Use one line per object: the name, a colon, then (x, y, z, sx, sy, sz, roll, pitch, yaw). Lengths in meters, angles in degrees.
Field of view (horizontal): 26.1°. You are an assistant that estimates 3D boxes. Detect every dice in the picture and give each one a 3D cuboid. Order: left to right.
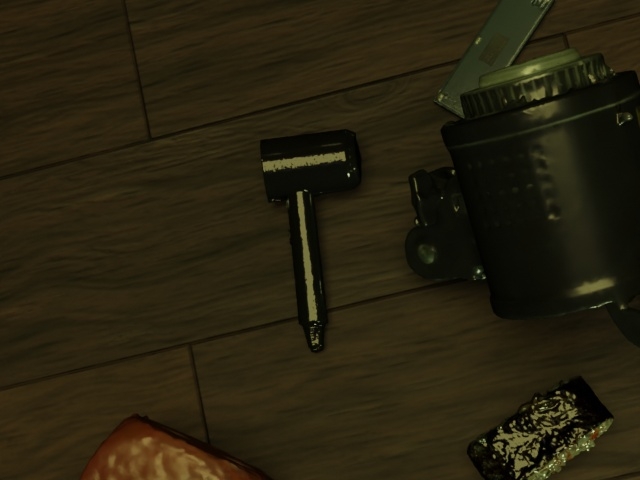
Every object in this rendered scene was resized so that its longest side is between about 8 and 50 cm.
dice: (-0.161, 0.290, 1.468, 0.179, 0.175, 0.174, 28, 85, 17)

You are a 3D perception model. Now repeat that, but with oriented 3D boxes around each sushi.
sushi: (0.234, 0.210, 1.461, 0.150, 0.090, 0.078, -36, 72, 3)

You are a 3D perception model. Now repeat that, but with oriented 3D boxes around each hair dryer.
hair dryer: (-0.002, 0.000, 1.555, 0.114, 0.070, 0.248, -8, 82, 8)

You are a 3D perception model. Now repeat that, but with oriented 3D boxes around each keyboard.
keyboard: (0.200, -0.218, 1.587, 0.055, 0.014, 0.176, 33, 86, 14)

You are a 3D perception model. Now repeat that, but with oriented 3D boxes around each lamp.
lamp: (0.251, -0.055, 1.385, 0.374, 0.205, 0.272, 11, 113, 35)
